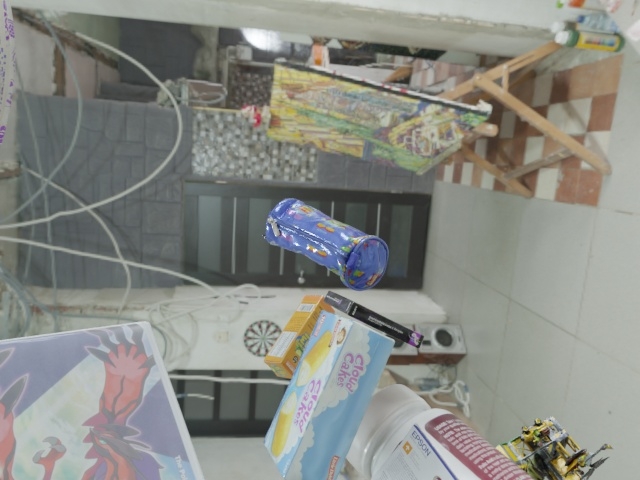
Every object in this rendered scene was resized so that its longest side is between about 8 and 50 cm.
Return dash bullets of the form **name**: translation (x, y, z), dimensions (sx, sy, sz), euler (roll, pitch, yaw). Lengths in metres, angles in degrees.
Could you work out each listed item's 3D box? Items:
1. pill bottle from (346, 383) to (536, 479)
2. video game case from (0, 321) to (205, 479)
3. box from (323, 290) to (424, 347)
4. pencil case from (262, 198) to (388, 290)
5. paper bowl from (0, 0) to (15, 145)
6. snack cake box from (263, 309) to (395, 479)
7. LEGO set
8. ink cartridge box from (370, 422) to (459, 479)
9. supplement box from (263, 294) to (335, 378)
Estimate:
- **pill bottle**: translation (0.231, 0.444, 0.845), dimensions (0.392, 0.224, 0.224), euler (33, 125, 46)
- **video game case**: translation (-0.166, 0.149, 0.299), dimensions (0.023, 0.183, 0.201), euler (-50, 58, 33)
- **box**: translation (0.096, 0.144, 0.893), dimensions (0.029, 0.162, 0.116), euler (-65, 21, -5)
- **pencil case**: translation (0.000, 0.000, 1.055), dimensions (0.306, 0.133, 0.119), euler (27, 103, 41)
- **paper bowl**: translation (-0.438, -0.183, 0.468), dimensions (0.148, 0.284, 0.284), euler (-7, -78, -59)
- **snack cake box**: translation (0.010, 0.264, 0.833), dimensions (0.264, 0.089, 0.152), euler (-65, 16, -9)
- **LEGO set**: translation (0.541, 0.592, 1.156), dimensions (0.192, 0.255, 0.331), euler (-125, 20, -46)
- **ink cartridge box**: translation (0.152, 0.435, 0.717), dimensions (0.224, 0.045, 0.223), euler (-56, 39, 13)
- **supplement box**: translation (-0.054, 0.259, 1.324), dimensions (0.080, 0.078, 0.233), euler (-3, 42, 45)
